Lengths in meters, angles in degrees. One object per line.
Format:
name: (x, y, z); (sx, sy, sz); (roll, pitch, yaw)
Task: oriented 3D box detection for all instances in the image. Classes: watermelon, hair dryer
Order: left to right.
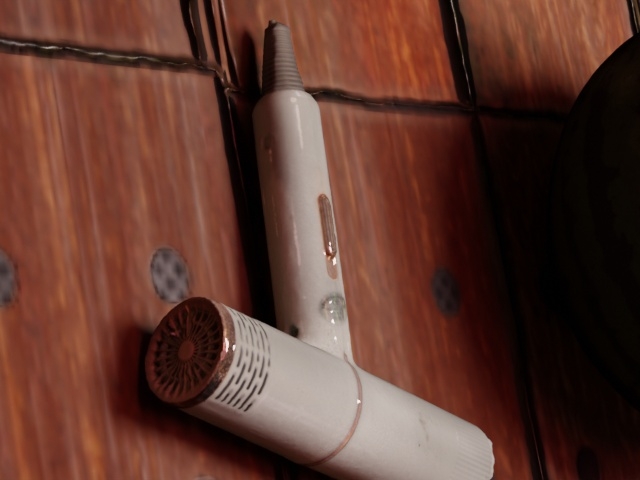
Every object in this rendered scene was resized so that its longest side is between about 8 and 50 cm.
hair dryer: (0.005, 0.001, 0.756); (0.155, 0.044, 0.183); (31, 51, -43)
watermelon: (0.201, -0.006, 0.865); (0.212, 0.212, 0.212); (22, 60, -45)
